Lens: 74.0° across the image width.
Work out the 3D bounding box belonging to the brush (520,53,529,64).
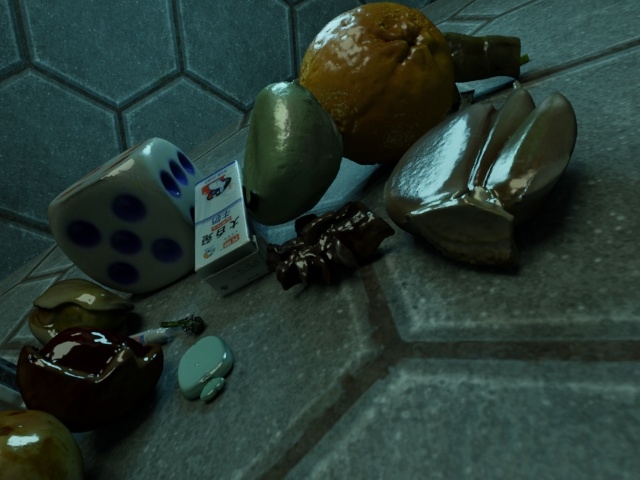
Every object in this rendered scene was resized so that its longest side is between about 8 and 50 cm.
[{"bbox_3d":[0.489,-0.447,1.085,0.083,0.019,0.021,-29,17,5],"label":"brush"}]

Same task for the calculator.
[{"bbox_3d":[-0.186,0.202,0.681,0.095,0.021,0.153,-38,24,-11],"label":"calculator"}]

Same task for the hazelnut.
[{"bbox_3d":[-0.355,0.207,0.676,0.170,0.161,0.201,17,22,32],"label":"hazelnut"}]

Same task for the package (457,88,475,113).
[{"bbox_3d":[0.345,-0.324,1.012,0.037,0.015,0.110,0,50,29],"label":"package"}]

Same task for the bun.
[{"bbox_3d":[-0.048,-0.160,0.831,0.179,0.283,0.283,7,17,-21],"label":"bun"}]

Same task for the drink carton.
[{"bbox_3d":[-0.196,-0.037,0.940,0.130,0.106,0.315,-29,41,8],"label":"drink carton"}]

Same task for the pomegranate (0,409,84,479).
[{"bbox_3d":[-0.389,0.312,0.516,0.207,0.207,0.207,-25,27,14],"label":"pomegranate"}]

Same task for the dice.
[{"bbox_3d":[-0.450,-0.059,1.087,0.304,0.304,0.277,-26,27,12],"label":"dice"}]

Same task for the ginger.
[{"bbox_3d":[0.346,-0.436,1.018,0.262,0.109,0.116,7,34,9],"label":"ginger"}]

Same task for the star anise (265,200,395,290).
[{"bbox_3d":[0.006,-0.004,0.746,0.220,0.099,0.214,-36,29,-9],"label":"star anise"}]

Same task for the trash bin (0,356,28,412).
[{"bbox_3d":[-0.603,0.339,0.596,0.255,0.296,0.368,-23,35,31],"label":"trash bin"}]

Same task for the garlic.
[{"bbox_3d":[0.227,-0.098,0.638,0.279,0.132,0.325,-5,39,40],"label":"garlic"}]

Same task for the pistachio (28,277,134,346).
[{"bbox_3d":[-0.535,0.175,0.963,0.288,0.197,0.166,8,88,37],"label":"pistachio"}]

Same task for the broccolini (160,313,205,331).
[{"bbox_3d":[-0.275,0.168,0.830,0.140,0.030,0.035,-13,37,39],"label":"broccolini"}]

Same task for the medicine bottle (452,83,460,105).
[{"bbox_3d":[0.232,-0.340,1.119,0.260,0.064,0.095,-21,43,20],"label":"medicine bottle"}]

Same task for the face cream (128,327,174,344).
[{"bbox_3d":[-0.347,0.197,0.844,0.130,0.034,0.034,-19,29,22],"label":"face cream"}]

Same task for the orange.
[{"bbox_3d":[0.124,-0.337,0.919,0.340,0.340,0.293,-44,-3,-24],"label":"orange"}]
